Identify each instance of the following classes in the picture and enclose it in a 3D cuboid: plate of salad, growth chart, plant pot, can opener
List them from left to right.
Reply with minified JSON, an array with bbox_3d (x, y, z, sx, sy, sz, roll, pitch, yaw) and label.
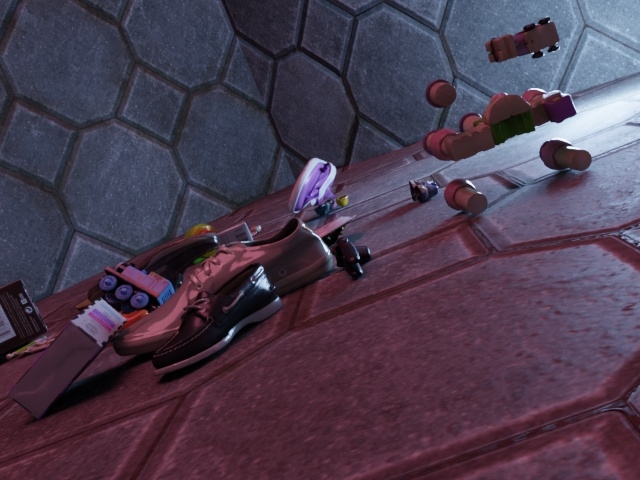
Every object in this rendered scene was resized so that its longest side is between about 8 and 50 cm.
[{"bbox_3d":[-0.682,0.252,2.150,0.237,0.021,0.172,-19,7,20],"label":"growth chart"},{"bbox_3d":[-0.640,0.171,2.536,0.236,0.032,0.236,-22,7,3],"label":"plant pot"},{"bbox_3d":[0.000,0.000,1.877,0.200,0.048,0.200,-31,2,1],"label":"plate of salad"},{"bbox_3d":[0.055,0.027,1.498,0.073,0.059,0.186,-21,7,3],"label":"can opener"}]

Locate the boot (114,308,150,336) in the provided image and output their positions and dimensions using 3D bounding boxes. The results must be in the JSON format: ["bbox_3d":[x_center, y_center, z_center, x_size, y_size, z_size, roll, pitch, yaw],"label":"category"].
[{"bbox_3d":[-0.457,0.175,1.819,0.158,0.084,0.059,-21,6,-2],"label":"boot"}]

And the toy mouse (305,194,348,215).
[{"bbox_3d":[0.023,-0.106,2.585,0.143,0.031,0.161,-21,8,8],"label":"toy mouse"}]

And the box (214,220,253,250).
[{"bbox_3d":[-0.233,0.012,2.227,0.102,0.101,0.087,-23,7,-5],"label":"box"}]

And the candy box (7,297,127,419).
[{"bbox_3d":[-0.430,0.197,1.415,0.165,0.070,0.196,-48,6,5],"label":"candy box"}]

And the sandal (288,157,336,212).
[{"bbox_3d":[0.004,-0.174,2.567,0.102,0.169,0.416,21,18,9],"label":"sandal"}]

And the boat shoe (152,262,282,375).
[{"bbox_3d":[-0.180,0.125,1.352,0.114,0.091,0.302,-18,9,31],"label":"boat shoe"}]

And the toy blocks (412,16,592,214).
[{"bbox_3d":[0.340,-0.248,1.645,0.289,0.308,0.260,-22,14,-2],"label":"toy blocks"}]

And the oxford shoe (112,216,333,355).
[{"bbox_3d":[-0.190,0.083,1.548,0.449,0.130,0.169,-27,13,-16],"label":"oxford shoe"}]

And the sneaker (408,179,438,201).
[{"bbox_3d":[0.258,-0.124,2.035,0.058,0.052,0.135,-13,14,-6],"label":"sneaker"}]

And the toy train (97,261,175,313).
[{"bbox_3d":[-0.431,0.114,1.914,0.184,0.080,0.105,25,57,23],"label":"toy train"}]

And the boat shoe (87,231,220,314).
[{"bbox_3d":[-0.397,0.095,2.033,0.356,0.130,0.132,-27,3,5],"label":"boat shoe"}]

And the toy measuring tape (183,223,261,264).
[{"bbox_3d":[-0.345,-0.020,2.719,0.330,0.121,0.121,-28,10,-37],"label":"toy measuring tape"}]

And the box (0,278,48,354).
[{"bbox_3d":[-0.888,0.228,2.256,0.167,0.168,0.203,-29,3,-38],"label":"box"}]
